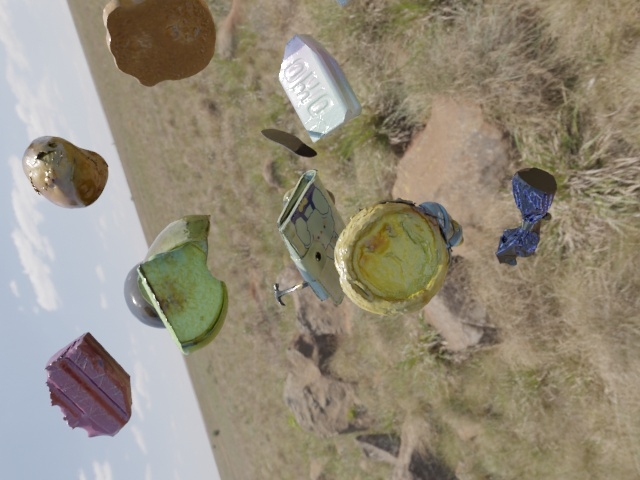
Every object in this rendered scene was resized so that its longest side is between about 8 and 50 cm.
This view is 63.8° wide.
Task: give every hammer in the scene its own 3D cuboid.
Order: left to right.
[{"bbox_3d":[-0.067,0.145,1.589,0.200,0.021,0.078,-24,67,32],"label":"hammer"}]

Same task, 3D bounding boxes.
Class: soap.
[{"bbox_3d":[-0.732,0.480,1.654,0.325,0.220,0.127,54,178,-14],"label":"soap"},{"bbox_3d":[-0.016,-0.562,1.870,0.208,0.115,0.347,-26,94,40],"label":"soap"}]

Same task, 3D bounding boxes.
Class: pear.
[{"bbox_3d":[-0.361,0.166,1.412,0.287,0.176,0.282,58,157,11],"label":"pear"}]

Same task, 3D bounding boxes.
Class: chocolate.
[{"bbox_3d":[0.614,-0.045,1.531,0.126,0.148,0.344,-110,13,-50],"label":"chocolate"}]

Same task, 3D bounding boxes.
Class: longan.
[{"bbox_3d":[-0.610,0.202,1.984,0.243,0.300,0.300,-42,59,28],"label":"longan"}]

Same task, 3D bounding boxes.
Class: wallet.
[{"bbox_3d":[0.000,0.000,1.374,0.077,0.223,0.310,2,138,38],"label":"wallet"}]

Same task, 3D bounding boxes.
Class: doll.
[{"bbox_3d":[0.446,-0.051,1.952,0.141,0.313,0.178,-17,69,40],"label":"doll"}]

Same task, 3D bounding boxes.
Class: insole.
[{"bbox_3d":[-0.113,-0.354,1.848,0.327,0.111,0.007,40,136,46],"label":"insole"}]

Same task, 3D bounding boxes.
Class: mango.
[{"bbox_3d":[-0.530,-0.144,1.089,0.151,0.155,0.248,59,160,2],"label":"mango"}]

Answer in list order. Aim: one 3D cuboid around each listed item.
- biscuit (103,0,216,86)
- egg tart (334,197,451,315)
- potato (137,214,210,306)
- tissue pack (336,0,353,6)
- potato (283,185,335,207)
[{"bbox_3d":[-0.529,-0.687,1.734,0.062,0.364,0.385,60,167,21],"label":"biscuit"},{"bbox_3d":[0.167,0.039,1.210,0.095,0.278,0.279,133,119,-85],"label":"egg tart"},{"bbox_3d":[-0.495,0.045,1.760,0.280,0.212,0.331,-105,27,-55],"label":"potato"},{"bbox_3d":[0.115,-0.923,1.727,0.145,0.229,0.159,40,147,13],"label":"tissue pack"},{"bbox_3d":[-0.040,-0.121,1.818,0.136,0.200,0.155,15,91,44],"label":"potato"}]
